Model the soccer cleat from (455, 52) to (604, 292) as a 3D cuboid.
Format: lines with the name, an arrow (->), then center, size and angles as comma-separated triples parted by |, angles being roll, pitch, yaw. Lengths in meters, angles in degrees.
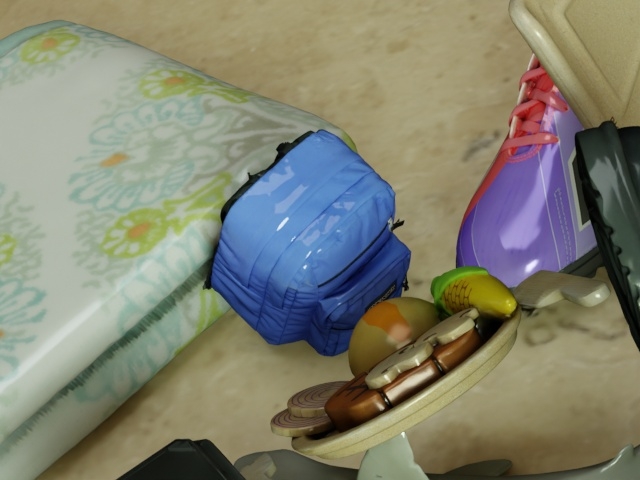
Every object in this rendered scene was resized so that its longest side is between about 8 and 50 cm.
soccer cleat -> 0.158, -0.098, 1.026 | 0.109, 0.116, 0.318 | 8, 49, 39

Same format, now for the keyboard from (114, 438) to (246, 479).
keyboard -> -0.062, 0.207, 0.669 | 0.201, 0.033, 0.317 | -33, 35, -10

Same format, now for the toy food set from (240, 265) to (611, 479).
toy food set -> 0.034, 0.056, 0.822 | 0.192, 0.038, 0.132 | -33, 6, -8

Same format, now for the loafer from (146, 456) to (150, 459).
loafer -> -0.100, 0.203, 0.847 | 0.076, 0.078, 0.223 | -7, 41, 24

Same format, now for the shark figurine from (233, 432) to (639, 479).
shark figurine -> 0.077, 0.108, 0.835 | 0.278, 0.116, 0.166 | -19, 39, 12

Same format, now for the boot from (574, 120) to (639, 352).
boot -> 0.243, 0.030, 0.762 | 0.207, 0.246, 0.094 | -24, -5, 4

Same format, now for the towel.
towel -> -0.204, 0.012, 1.133 | 0.374, 0.090, 0.320 | -42, 43, -20

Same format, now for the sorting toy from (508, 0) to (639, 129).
sorting toy -> 0.188, -0.108, 0.968 | 0.038, 0.193, 0.208 | -12, 35, 45

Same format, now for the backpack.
backpack -> 0.000, 0.000, 0.989 | 0.101, 0.120, 0.098 | 37, 67, 14
